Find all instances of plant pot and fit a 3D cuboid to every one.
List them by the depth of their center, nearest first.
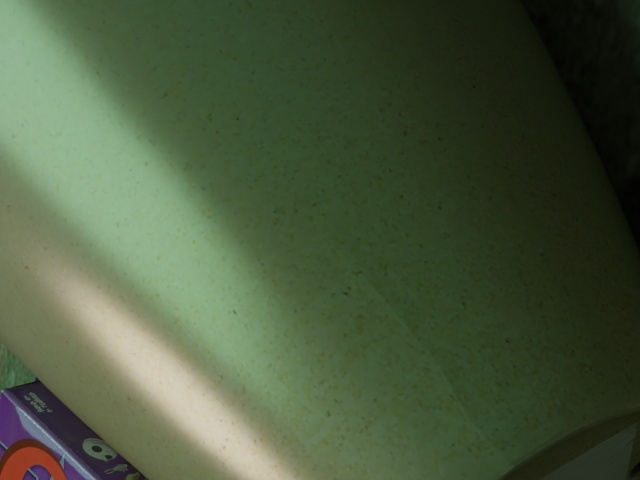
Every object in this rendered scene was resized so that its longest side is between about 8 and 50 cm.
[{"bbox_3d":[0.000,0.000,0.632,0.274,0.256,0.256,52,134,32],"label":"plant pot"}]

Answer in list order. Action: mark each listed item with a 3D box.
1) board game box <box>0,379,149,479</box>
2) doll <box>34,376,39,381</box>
[{"bbox_3d":[-0.033,0.232,0.693,0.347,0.056,0.208,36,115,33],"label":"board game box"},{"bbox_3d":[-0.179,0.146,1.150,0.129,0.046,0.189,52,131,50],"label":"doll"}]
